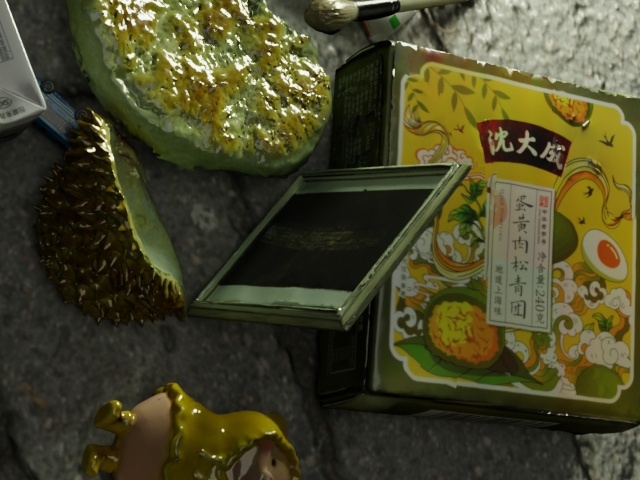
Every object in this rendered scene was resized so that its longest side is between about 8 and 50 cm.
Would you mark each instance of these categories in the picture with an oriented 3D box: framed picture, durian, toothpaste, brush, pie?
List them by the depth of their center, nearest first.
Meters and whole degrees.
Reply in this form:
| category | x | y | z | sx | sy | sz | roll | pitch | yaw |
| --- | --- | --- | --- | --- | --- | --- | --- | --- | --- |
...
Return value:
| category | x | y | z | sx | sy | sz | roll | pitch | yaw |
| --- | --- | --- | --- | --- | --- | --- | --- | --- | --- |
| framed picture | 0.000 | 0.000 | 1.494 | 0.018 | 0.293 | 0.231 | 50 | 63 | -24 |
| durian | -0.219 | -0.010 | 1.495 | 0.139 | 0.144 | 0.252 | -36 | 103 | -58 |
| pie | -0.136 | -0.229 | 1.573 | 0.296 | 0.078 | 0.371 | -24 | 89 | -39 |
| toothpaste | 0.009 | -0.373 | 1.703 | 0.301 | 0.048 | 0.075 | 54 | 36 | -15 |
| brush | 0.099 | -0.282 | 1.715 | 0.299 | 0.039 | 0.042 | -14 | 46 | -39 |

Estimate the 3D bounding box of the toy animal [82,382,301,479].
| category | x | y | z | sx | sy | sz | roll | pitch | yaw |
| --- | --- | --- | --- | --- | --- | --- | --- | --- | --- |
| toy animal | -0.134 | 0.229 | 1.480 | 0.230 | 0.156 | 0.156 | 24 | 71 | -31 |

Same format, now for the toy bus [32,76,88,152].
| category | x | y | z | sx | sy | sz | roll | pitch | yaw |
| --- | --- | --- | --- | --- | --- | --- | --- | --- | --- |
| toy bus | -0.284 | -0.133 | 1.520 | 0.083 | 0.038 | 0.046 | 41 | 71 | -15 |

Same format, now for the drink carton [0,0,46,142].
| category | x | y | z | sx | sy | sz | roll | pitch | yaw |
| --- | --- | --- | --- | --- | --- | --- | --- | --- | --- |
| drink carton | -0.369 | -0.203 | 1.438 | 0.102 | 0.134 | 0.222 | -22 | 91 | -30 |

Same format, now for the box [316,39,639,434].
| category | x | y | z | sx | sy | sz | roll | pitch | yaw |
| --- | --- | --- | --- | --- | --- | --- | --- | --- | --- |
| box | 0.197 | 0.008 | 1.675 | 0.373 | 0.138 | 0.420 | 10 | 78 | -24 |
